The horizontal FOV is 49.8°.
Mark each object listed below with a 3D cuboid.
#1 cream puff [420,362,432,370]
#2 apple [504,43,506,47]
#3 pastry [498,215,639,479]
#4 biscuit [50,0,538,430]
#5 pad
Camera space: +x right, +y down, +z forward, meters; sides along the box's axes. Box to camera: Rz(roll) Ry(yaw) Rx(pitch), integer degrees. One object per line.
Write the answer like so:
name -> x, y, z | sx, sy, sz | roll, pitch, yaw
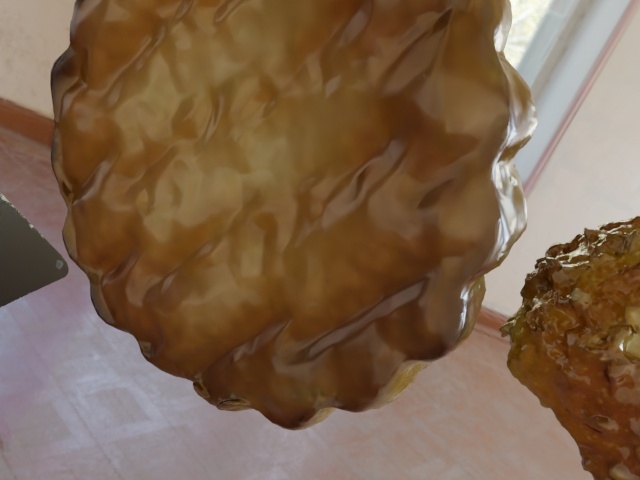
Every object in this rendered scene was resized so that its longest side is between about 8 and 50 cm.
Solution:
cream puff -> 0.029, 0.090, 0.871 | 0.303, 0.303, 0.212 | 2, 55, -48
apple -> 0.090, -0.193, 0.619 | 0.153, 0.120, 0.153 | -15, 29, 8
pastry -> 0.400, 0.145, 0.717 | 0.405, 0.337, 0.292 | 61, 16, -5
biscuit -> -0.031, -0.056, 0.411 | 0.325, 0.326, 0.107 | 35, 24, 24
pad -> -0.587, -0.032, 1.018 | 0.375, 0.063, 0.315 | 46, 15, 0
